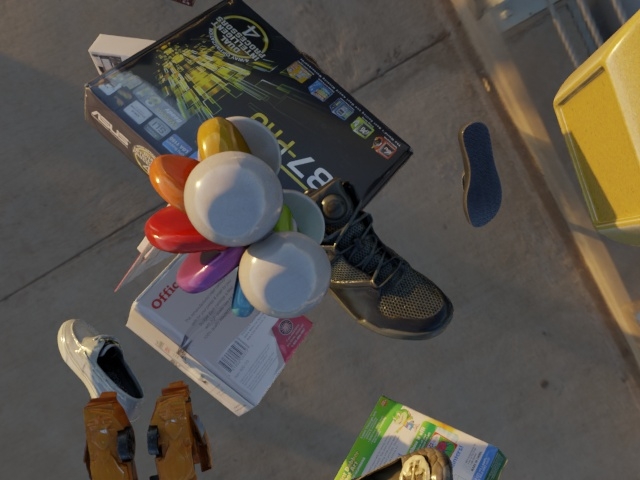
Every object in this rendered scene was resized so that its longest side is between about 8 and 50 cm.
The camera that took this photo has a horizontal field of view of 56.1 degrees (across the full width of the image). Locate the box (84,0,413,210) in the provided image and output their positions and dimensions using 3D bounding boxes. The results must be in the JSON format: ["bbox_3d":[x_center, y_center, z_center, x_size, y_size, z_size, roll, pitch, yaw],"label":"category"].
[{"bbox_3d":[-0.097,-0.158,0.914,0.395,0.097,0.318,43,59,2],"label":"box"}]

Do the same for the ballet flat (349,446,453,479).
[{"bbox_3d":[0.072,0.280,0.665,0.058,0.250,0.084,20,59,-8],"label":"ballet flat"}]

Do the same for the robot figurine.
[{"bbox_3d":[-0.239,0.358,0.868,0.210,0.085,0.291,-7,100,-4],"label":"robot figurine"}]

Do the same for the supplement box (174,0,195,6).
[{"bbox_3d":[-0.397,-0.658,1.415,0.239,0.073,0.130,17,71,-5],"label":"supplement box"}]

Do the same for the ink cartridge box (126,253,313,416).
[{"bbox_3d":[-0.189,0.158,1.140,0.283,0.207,0.117,40,146,-2],"label":"ink cartridge box"}]

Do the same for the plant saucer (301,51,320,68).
[{"bbox_3d":[-0.111,-0.248,1.235,0.050,0.310,0.311,35,104,22],"label":"plant saucer"}]

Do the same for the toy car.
[{"bbox_3d":[-0.076,-0.008,0.520,0.136,0.159,0.182,-29,114,9],"label":"toy car"}]

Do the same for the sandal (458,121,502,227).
[{"bbox_3d":[0.382,-0.160,1.457,0.097,0.054,0.255,-9,102,-12],"label":"sandal"}]

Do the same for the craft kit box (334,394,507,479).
[{"bbox_3d":[0.141,0.412,0.987,0.250,0.246,0.061,-56,133,-18],"label":"craft kit box"}]

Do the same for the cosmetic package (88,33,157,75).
[{"bbox_3d":[-0.342,-0.352,1.230,0.238,0.061,0.099,10,149,13],"label":"cosmetic package"}]

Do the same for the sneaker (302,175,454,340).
[{"bbox_3d":[0.042,0.017,0.652,0.087,0.130,0.227,-42,59,-20],"label":"sneaker"}]

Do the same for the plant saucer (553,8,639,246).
[{"bbox_3d":[0.458,-0.142,0.910,0.080,0.333,0.333,-17,86,5],"label":"plant saucer"}]

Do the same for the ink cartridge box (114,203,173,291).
[{"bbox_3d":[-0.341,-0.033,1.364,0.066,0.261,0.296,49,130,2],"label":"ink cartridge box"}]

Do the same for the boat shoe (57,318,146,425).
[{"bbox_3d":[-0.353,0.200,0.989,0.227,0.079,0.081,46,110,27],"label":"boat shoe"}]
